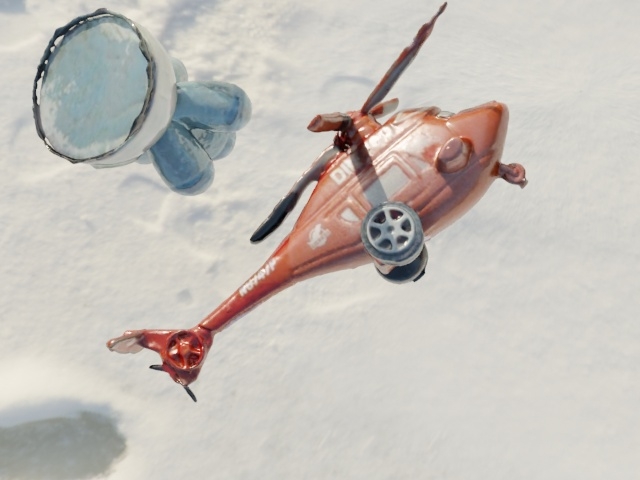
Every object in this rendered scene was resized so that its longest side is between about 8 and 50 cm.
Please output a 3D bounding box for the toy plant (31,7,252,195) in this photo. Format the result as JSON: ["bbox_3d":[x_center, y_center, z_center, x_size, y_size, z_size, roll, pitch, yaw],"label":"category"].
[{"bbox_3d":[-0.248,-0.197,1.602,0.247,0.332,0.247,-6,79,30],"label":"toy plant"}]

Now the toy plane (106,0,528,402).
[{"bbox_3d":[0.000,-0.002,0.443,0.194,0.126,0.077,-34,76,-21],"label":"toy plane"}]
